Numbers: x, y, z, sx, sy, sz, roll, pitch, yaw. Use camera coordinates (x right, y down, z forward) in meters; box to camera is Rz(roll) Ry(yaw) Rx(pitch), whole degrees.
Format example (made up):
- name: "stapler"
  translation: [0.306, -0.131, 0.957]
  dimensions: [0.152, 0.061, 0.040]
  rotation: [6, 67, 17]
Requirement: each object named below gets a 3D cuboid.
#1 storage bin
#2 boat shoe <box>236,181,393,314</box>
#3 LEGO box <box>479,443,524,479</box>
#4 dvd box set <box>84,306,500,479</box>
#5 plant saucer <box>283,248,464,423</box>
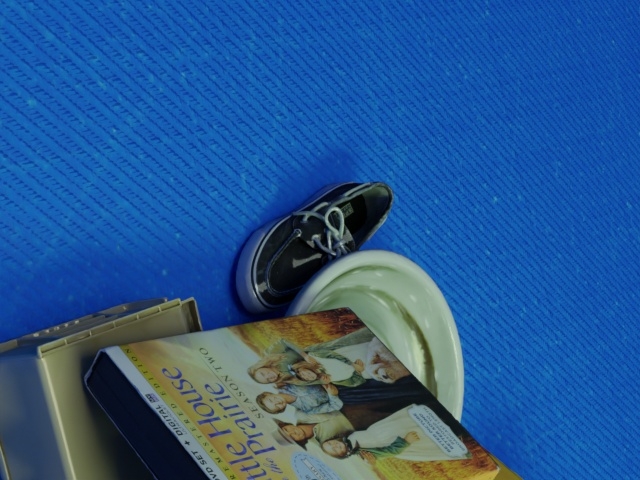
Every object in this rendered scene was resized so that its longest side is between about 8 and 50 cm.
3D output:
- name: "storage bin"
  translation: [-0.240, 0.218, 1.612]
  dimensions: [0.260, 0.123, 0.262]
  rotation: [-18, 96, -49]
- name: "boat shoe"
  translation: [0.002, 0.004, 1.936]
  dimensions: [0.306, 0.105, 0.113]
  rotation: [-35, 108, -46]
- name: "LEGO box"
  translation: [0.020, 0.469, 1.666]
  dimensions: [0.500, 0.193, 0.372]
  rotation: [-7, 126, -48]
- name: "dvd box set"
  translation: [-0.022, 0.214, 1.582]
  dimensions: [0.420, 0.062, 0.307]
  rotation: [-5, 43, -48]
- name: "plant saucer"
  translation: [0.043, 0.211, 1.926]
  dimensions: [0.400, 0.100, 0.400]
  rotation: [0, 90, -47]
